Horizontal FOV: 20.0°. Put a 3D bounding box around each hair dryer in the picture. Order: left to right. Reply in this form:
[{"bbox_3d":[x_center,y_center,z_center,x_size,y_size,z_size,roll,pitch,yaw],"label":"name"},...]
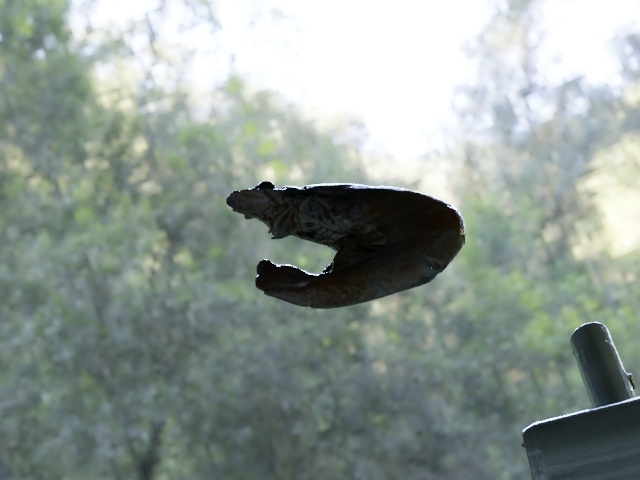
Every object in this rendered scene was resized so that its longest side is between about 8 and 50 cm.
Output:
[{"bbox_3d":[0.213,0.119,1.400,0.131,0.073,0.236,-13,25,5],"label":"hair dryer"}]

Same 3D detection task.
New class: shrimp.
[{"bbox_3d":[-0.001,-0.002,1.411,0.251,0.052,0.143,8,37,48],"label":"shrimp"}]
